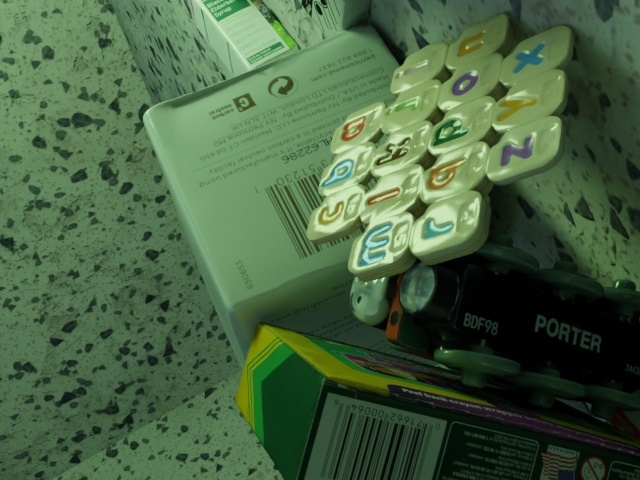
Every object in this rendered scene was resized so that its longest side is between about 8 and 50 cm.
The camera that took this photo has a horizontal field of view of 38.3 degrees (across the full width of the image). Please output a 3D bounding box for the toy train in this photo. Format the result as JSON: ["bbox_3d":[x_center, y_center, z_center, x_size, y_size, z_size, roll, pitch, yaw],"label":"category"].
[{"bbox_3d":[0.188,0.088,0.910,0.190,0.333,0.142,-4,71,57],"label":"toy train"}]

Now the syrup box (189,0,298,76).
[{"bbox_3d":[-0.133,-0.355,1.581,0.237,0.093,0.096,54,165,27],"label":"syrup box"}]

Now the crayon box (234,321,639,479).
[{"bbox_3d":[0.121,0.190,0.905,0.313,0.362,0.106,-170,96,-76],"label":"crayon box"}]

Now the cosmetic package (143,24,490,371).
[{"bbox_3d":[0.000,0.000,1.244,0.394,0.329,0.327,82,162,-57],"label":"cosmetic package"}]

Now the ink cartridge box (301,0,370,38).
[{"bbox_3d":[0.021,-0.336,1.162,0.097,0.046,0.207,55,165,17],"label":"ink cartridge box"}]

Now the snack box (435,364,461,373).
[{"bbox_3d":[0.159,0.126,1.558,0.322,0.060,0.187,58,167,13],"label":"snack box"}]

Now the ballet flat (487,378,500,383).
[{"bbox_3d":[0.283,0.229,1.376,0.057,0.049,0.173,-1,130,25],"label":"ballet flat"}]

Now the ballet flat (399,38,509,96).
[{"bbox_3d":[0.138,-0.182,1.005,0.074,0.074,0.203,65,168,-15],"label":"ballet flat"}]

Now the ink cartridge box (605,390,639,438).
[{"bbox_3d":[0.368,0.237,1.014,0.109,0.063,0.150,52,164,33],"label":"ink cartridge box"}]

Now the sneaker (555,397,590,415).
[{"bbox_3d":[0.288,0.205,1.228,0.115,0.090,0.232,-145,37,-75],"label":"sneaker"}]

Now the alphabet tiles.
[{"bbox_3d":[0.109,-0.091,0.863,0.278,0.284,0.021,-18,134,38],"label":"alphabet tiles"}]
